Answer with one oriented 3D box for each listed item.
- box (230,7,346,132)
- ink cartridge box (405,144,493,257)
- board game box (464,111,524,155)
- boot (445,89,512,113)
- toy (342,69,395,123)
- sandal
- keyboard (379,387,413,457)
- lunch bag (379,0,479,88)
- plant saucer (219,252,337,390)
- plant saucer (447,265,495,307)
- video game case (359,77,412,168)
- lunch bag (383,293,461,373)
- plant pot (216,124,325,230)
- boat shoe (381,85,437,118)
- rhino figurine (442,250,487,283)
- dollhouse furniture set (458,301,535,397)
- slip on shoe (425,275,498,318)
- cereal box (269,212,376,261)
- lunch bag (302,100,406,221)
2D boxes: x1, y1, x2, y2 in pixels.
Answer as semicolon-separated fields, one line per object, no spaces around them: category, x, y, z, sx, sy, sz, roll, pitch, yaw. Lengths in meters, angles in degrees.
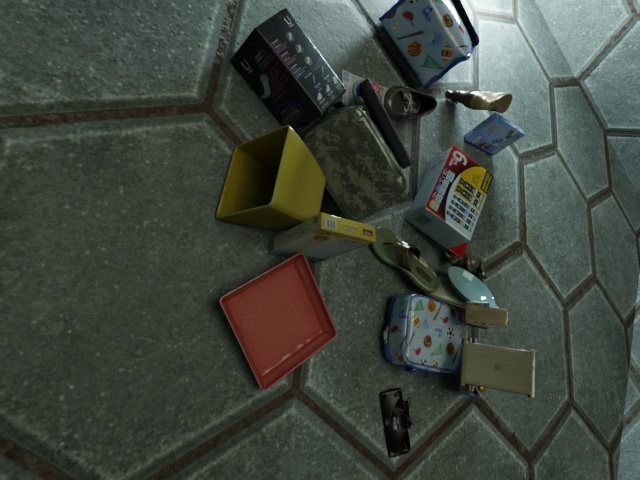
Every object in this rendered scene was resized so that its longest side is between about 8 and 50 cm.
box;-0.088;-0.462;1.124;0.270;0.165;0.143;49;57;-18
ink cartridge box;0.499;-0.138;1.460;0.272;0.130;0.309;34;65;-10
board game box;0.761;-0.461;1.754;0.211;0.160;0.039;13;57;-34
boot;0.679;-0.612;1.712;0.248;0.207;0.090;-18;131;-38
toy;0.185;-0.509;1.405;0.237;0.056;0.137;9;74;-35
sandal;0.290;0.052;1.321;0.303;0.086;0.120;38;58;-7
keyboard;0.234;0.552;1.229;0.100;0.038;0.192;-6;84;-14
lunch bag;0.448;-0.833;1.571;0.328;0.239;0.385;53;39;-14
plant saucer;-0.104;0.198;1.024;0.259;0.048;0.258;-30;103;-34
plant saucer;0.515;0.172;1.398;0.195;0.037;0.195;24;31;-15
video game case;0.199;-0.364;1.258;0.275;0.035;0.248;60;13;-12
lunch bag;0.332;0.309;1.299;0.303;0.115;0.243;21;71;-32
plant pot;-0.108;-0.129;1.025;0.187;0.212;0.212;30;63;-43
boat shoe;0.320;-0.490;1.418;0.335;0.095;0.112;-25;113;-53
rhino figurine;0.546;0.083;1.528;0.243;0.073;0.106;23;47;-30
dollhouse furniture set;0.572;0.378;1.330;0.303;0.198;0.286;49;49;-65
slip on shoe;0.487;0.221;1.437;0.331;0.101;0.123;22;33;-20
cereal box;0.000;0.000;1.039;0.173;0.240;0.047;12;69;-35
lunch bag;0.092;-0.243;1.179;0.305;0.212;0.256;53;11;-16
